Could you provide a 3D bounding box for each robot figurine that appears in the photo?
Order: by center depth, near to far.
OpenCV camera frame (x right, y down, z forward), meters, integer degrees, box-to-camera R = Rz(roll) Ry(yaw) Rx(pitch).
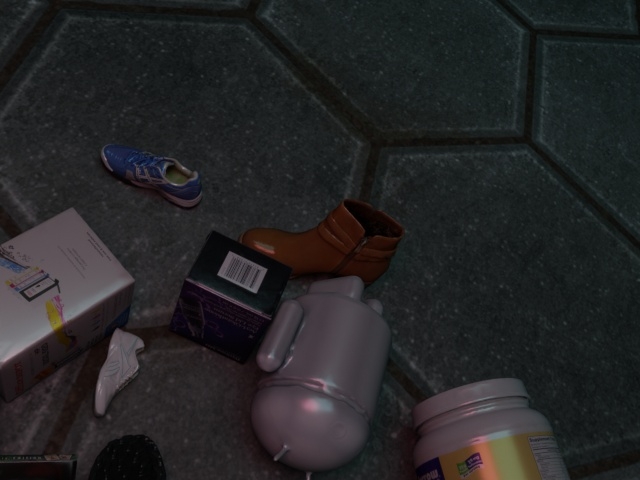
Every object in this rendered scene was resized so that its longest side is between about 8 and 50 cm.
[{"bbox_3d":[0.004,0.230,1.161,0.300,0.199,0.354,47,45,-32],"label":"robot figurine"}]

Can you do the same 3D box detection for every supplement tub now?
[{"bbox_3d":[0.289,0.417,1.130,0.240,0.241,0.332,-2,60,-22],"label":"supplement tub"}]

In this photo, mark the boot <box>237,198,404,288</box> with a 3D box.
[{"bbox_3d":[0.000,0.000,1.290,0.283,0.220,0.109,24,54,-6],"label":"boot"}]

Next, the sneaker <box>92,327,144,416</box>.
[{"bbox_3d":[-0.330,0.216,1.131,0.061,0.054,0.152,19,54,-12],"label":"sneaker"}]

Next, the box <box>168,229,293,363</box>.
[{"bbox_3d":[-0.156,0.101,1.175,0.153,0.207,0.108,25,54,-4],"label":"box"}]

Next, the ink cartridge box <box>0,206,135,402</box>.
[{"bbox_3d":[-0.441,0.101,1.087,0.168,0.171,0.232,47,56,11],"label":"ink cartridge box"}]

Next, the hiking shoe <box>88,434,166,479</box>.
[{"bbox_3d":[-0.274,0.423,0.991,0.113,0.132,0.304,-2,37,-16],"label":"hiking shoe"}]

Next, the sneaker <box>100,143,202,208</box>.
[{"bbox_3d":[-0.322,-0.141,1.340,0.211,0.081,0.080,22,56,-5],"label":"sneaker"}]

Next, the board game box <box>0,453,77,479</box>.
[{"bbox_3d":[-0.463,0.352,0.911,0.259,0.030,0.136,7,93,-22],"label":"board game box"}]
